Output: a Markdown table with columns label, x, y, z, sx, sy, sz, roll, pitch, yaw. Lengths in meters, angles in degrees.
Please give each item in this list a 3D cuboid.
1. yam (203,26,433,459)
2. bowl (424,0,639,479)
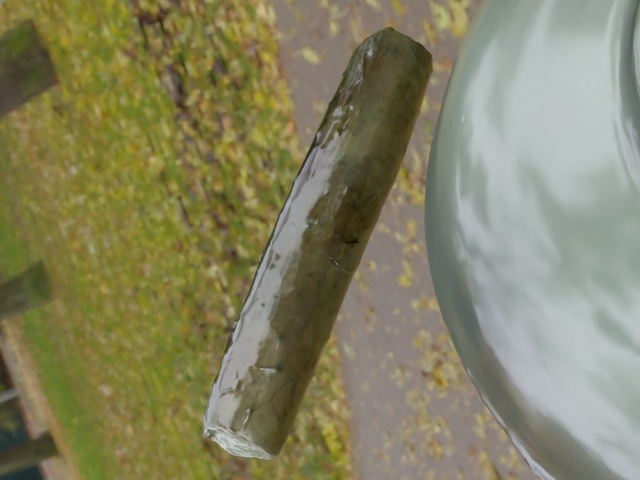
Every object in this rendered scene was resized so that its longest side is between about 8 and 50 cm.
| label | x | y | z | sx | sy | sz | roll | pitch | yaw |
| --- | --- | --- | --- | --- | --- | --- | --- | --- | --- |
| yam | 0.000 | 0.000 | 0.863 | 0.071 | 0.318 | 0.067 | 17 | 168 | 20 |
| bowl | 0.207 | -0.041 | 0.483 | 0.354 | 0.353 | 0.185 | 62 | -177 | 19 |
